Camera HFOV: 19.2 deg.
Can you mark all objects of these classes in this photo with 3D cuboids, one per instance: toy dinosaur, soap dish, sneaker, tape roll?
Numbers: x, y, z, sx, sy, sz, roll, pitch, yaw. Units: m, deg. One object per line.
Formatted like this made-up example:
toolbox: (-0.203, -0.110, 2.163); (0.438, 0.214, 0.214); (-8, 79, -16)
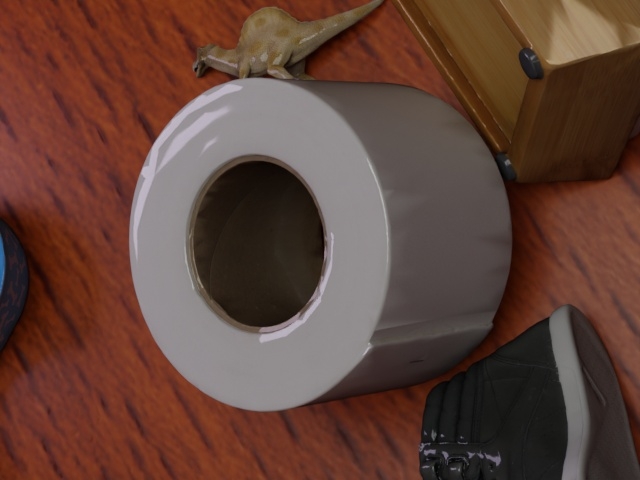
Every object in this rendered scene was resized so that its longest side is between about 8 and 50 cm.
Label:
toy dinosaur: (-0.029, -0.152, 1.563); (0.183, 0.053, 0.093); (-15, 75, 19)
soap dish: (0.136, -0.197, 1.410); (0.118, 0.229, 0.291); (-28, 71, -13)
sneaker: (0.151, 0.188, 1.369); (0.147, 0.104, 0.296); (-30, 36, 23)
tape roll: (0.000, 0.000, 1.431); (0.246, 0.169, 0.246); (3, 94, 36)

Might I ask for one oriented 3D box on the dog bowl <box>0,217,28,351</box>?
dog bowl: (-0.360, 0.090, 1.643); (0.166, 0.074, 0.297); (29, 94, 23)
